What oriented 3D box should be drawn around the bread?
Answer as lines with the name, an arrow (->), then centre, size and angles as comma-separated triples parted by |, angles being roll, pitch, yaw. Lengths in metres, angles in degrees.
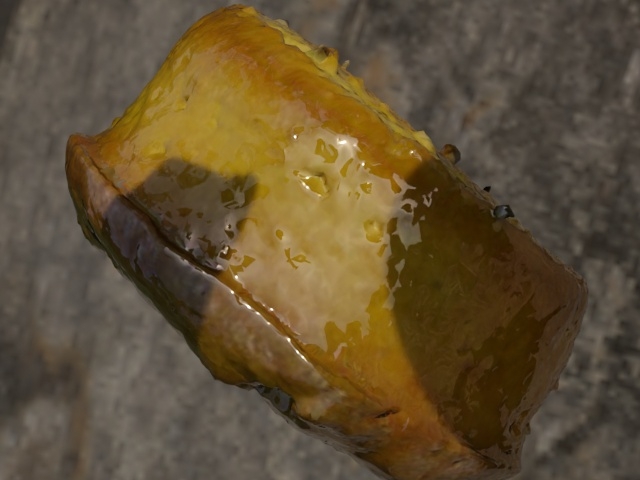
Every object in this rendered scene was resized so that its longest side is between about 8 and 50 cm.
bread -> 0.000, 0.000, 1.107 | 0.194, 0.340, 0.179 | -49, -11, 1
